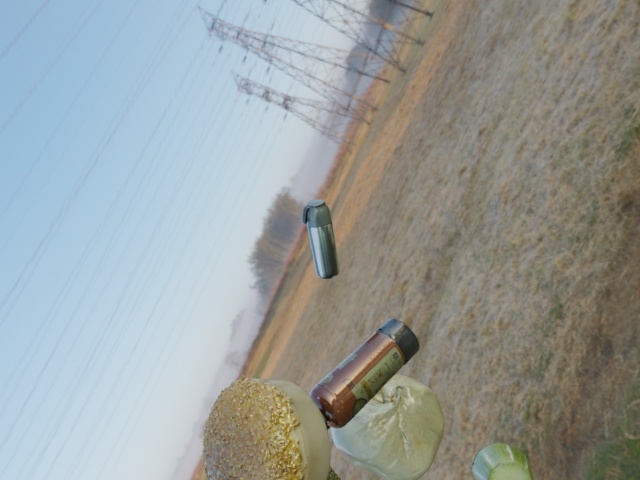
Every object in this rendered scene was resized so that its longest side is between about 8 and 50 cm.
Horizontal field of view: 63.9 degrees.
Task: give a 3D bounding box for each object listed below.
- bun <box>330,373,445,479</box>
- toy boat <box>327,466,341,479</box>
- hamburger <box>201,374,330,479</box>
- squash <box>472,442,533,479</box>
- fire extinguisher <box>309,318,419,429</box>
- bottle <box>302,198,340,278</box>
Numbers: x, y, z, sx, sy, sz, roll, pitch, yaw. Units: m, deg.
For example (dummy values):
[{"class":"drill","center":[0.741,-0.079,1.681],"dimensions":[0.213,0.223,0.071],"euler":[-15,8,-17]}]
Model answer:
[{"class":"bun","center":[0.209,0.550,1.570],"dimensions":[0.361,0.361,0.213],"euler":[-68,-17,-53]},{"class":"toy boat","center":[0.022,0.563,1.156],"dimensions":[0.016,0.063,0.115],"euler":[-38,0,15]},{"class":"hamburger","center":[-0.117,0.417,1.018],"dimensions":[0.179,0.276,0.294],"euler":[-3,-73,-47]},{"class":"squash","center":[0.530,0.679,1.471],"dimensions":[0.123,0.170,0.170],"euler":[49,-117,-80]},{"class":"fire extinguisher","center":[0.087,0.368,1.259],"dimensions":[0.376,0.113,0.200],"euler":[-36,-50,-28]},{"class":"bottle","center":[0.000,0.000,1.610],"dimensions":[0.079,0.096,0.253],"euler":[31,135,57]}]
